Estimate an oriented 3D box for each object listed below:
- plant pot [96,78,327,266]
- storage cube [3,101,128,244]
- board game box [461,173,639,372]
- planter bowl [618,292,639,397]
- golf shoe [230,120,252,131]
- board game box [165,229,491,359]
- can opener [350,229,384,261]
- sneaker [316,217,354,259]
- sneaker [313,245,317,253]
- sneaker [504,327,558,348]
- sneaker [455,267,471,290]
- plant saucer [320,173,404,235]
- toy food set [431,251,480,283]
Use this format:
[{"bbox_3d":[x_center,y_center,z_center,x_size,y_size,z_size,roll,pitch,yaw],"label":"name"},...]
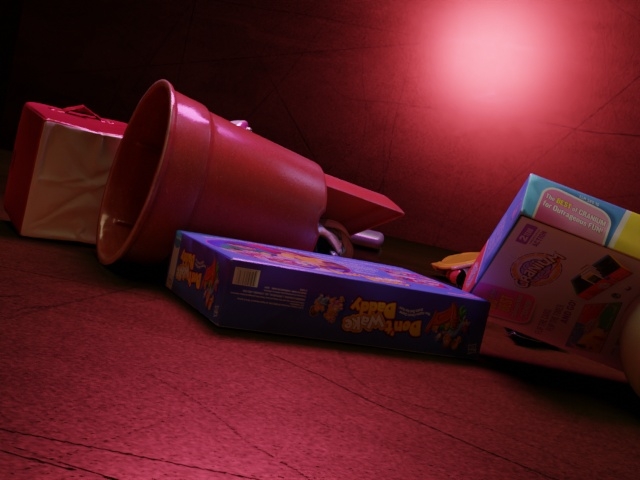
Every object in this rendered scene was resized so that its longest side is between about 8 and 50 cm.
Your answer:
[{"bbox_3d":[-0.151,-0.060,1.347,0.265,0.272,0.272,18,1,-25],"label":"plant pot"},{"bbox_3d":[-0.392,-0.105,1.493,0.184,0.215,0.193,10,10,-28],"label":"storage cube"},{"bbox_3d":[0.358,0.063,1.147,0.317,0.064,0.242,21,-33,1],"label":"board game box"},{"bbox_3d":[0.406,0.136,1.017,0.162,0.162,0.109,13,30,18],"label":"planter bowl"},{"bbox_3d":[-0.198,-0.127,1.599,0.140,0.115,0.306,13,-26,-3],"label":"golf shoe"},{"bbox_3d":[0.004,0.067,1.177,0.347,0.078,0.233,10,5,-25],"label":"board game box"},{"bbox_3d":[0.000,0.000,2.130,0.284,0.076,0.095,13,37,6],"label":"can opener"},{"bbox_3d":[-0.004,0.019,1.849,0.122,0.110,0.283,55,13,30],"label":"sneaker"},{"bbox_3d":[-0.172,-0.001,1.573,0.341,0.125,0.139,13,-20,12],"label":"sneaker"},{"bbox_3d":[0.327,0.129,1.449,0.089,0.051,0.170,16,7,-3],"label":"sneaker"},{"bbox_3d":[0.332,0.078,1.949,0.118,0.083,0.222,11,5,-8],"label":"sneaker"},{"bbox_3d":[-0.004,-0.065,1.917,0.259,0.047,0.258,-20,-26,40],"label":"plant saucer"},{"bbox_3d":[0.344,0.077,2.197,0.128,0.071,0.218,-13,6,-7],"label":"toy food set"}]
